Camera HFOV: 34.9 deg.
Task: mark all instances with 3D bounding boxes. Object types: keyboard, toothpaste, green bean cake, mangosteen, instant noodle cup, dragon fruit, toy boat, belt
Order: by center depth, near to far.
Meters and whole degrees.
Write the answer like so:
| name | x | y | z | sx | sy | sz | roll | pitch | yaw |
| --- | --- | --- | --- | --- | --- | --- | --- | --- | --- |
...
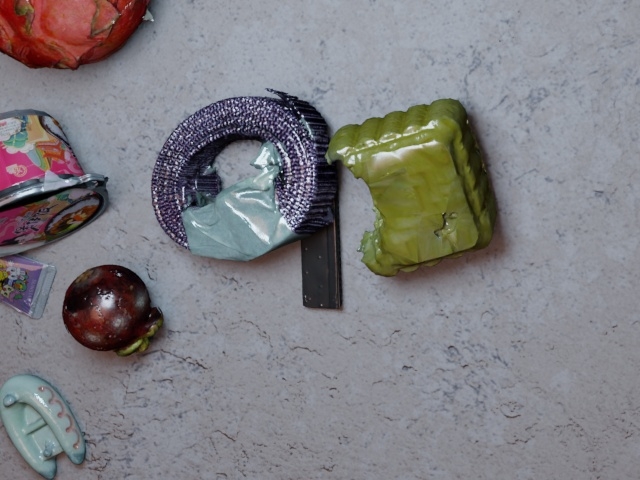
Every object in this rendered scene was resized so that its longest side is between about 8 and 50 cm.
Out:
| name | x | y | z | sx | sy | sz | roll | pitch | yaw |
| --- | --- | --- | --- | --- | --- | --- | --- | --- | --- |
| green bean cake | 0.136 | -0.076 | 1.562 | 0.232 | 0.124 | 0.236 | -14 | 112 | 20 |
| dragon fruit | -0.427 | -0.422 | 1.633 | 0.301 | 0.295 | 0.296 | -6 | 97 | 15 |
| belt | -0.129 | -0.100 | 1.672 | 0.324 | 0.122 | 0.260 | -21 | 87 | 24 |
| keyboard | 0.000 | 0.000 | 1.705 | 0.072 | 0.023 | 0.231 | 2 | 99 | 25 |
| instant noodle cup | -0.516 | -0.110 | 1.749 | 0.302 | 0.258 | 0.182 | -27 | 76 | 14 |
| mangosteen | -0.359 | 0.128 | 1.777 | 0.166 | 0.166 | 0.180 | -33 | 118 | 20 |
| toothpaste | -0.643 | 0.042 | 1.900 | 0.299 | 0.073 | 0.114 | 23 | 106 | 5 |
| toy boat | -0.533 | 0.349 | 1.909 | 0.134 | 0.079 | 0.208 | -27 | 92 | 23 |
